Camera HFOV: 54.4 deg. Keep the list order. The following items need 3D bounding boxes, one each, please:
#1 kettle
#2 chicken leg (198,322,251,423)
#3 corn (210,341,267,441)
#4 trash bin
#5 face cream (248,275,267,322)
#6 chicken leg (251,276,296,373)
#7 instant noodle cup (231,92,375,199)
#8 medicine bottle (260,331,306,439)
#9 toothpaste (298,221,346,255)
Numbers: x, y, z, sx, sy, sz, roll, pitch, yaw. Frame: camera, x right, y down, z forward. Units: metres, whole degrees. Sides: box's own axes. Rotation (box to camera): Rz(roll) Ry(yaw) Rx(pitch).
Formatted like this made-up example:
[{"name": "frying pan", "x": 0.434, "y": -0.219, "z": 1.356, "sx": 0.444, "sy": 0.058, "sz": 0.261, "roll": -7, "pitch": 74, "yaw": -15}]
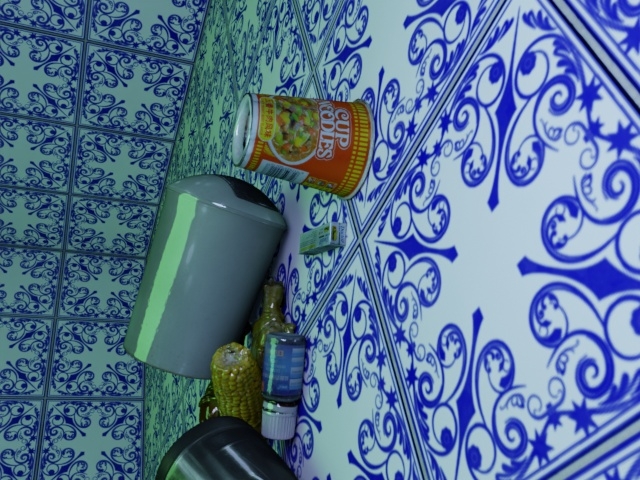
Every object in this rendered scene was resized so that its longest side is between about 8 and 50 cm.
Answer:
[{"name": "kettle", "x": -0.129, "y": 0.532, "z": 1.126, "sx": 0.324, "sy": 0.228, "sz": 0.320, "roll": 25, "pitch": 119, "yaw": 49}, {"name": "chicken leg", "x": -0.225, "y": 0.361, "z": 1.510, "sx": 0.211, "sy": 0.140, "sz": 0.360, "roll": 146, "pitch": 124, "yaw": -73}, {"name": "corn", "x": -0.161, "y": 0.333, "z": 1.300, "sx": 0.115, "sy": 0.115, "sz": 0.317, "roll": -107, "pitch": 11, "yaw": -46}, {"name": "trash bin", "x": -0.256, "y": 0.065, "z": 1.395, "sx": 0.280, "sy": 0.281, "sz": 0.431, "roll": 21, "pitch": 92, "yaw": 68}, {"name": "face cream", "x": -0.187, "y": 0.085, "z": 1.547, "sx": 0.070, "sy": 0.114, "sz": 0.224, "roll": 43, "pitch": -122, "yaw": -78}, {"name": "chicken leg", "x": -0.099, "y": 0.184, "z": 1.337, "sx": 0.103, "sy": 0.088, "sz": 0.227, "roll": 130, "pitch": 148, "yaw": -70}, {"name": "instant noodle cup", "x": -0.040, "y": -0.177, "z": 1.099, "sx": 0.193, "sy": 0.212, "sz": 0.193, "roll": -173, "pitch": 90, "yaw": -69}, {"name": "medicine bottle", "x": -0.076, "y": 0.287, "z": 1.235, "sx": 0.083, "sy": 0.084, "sz": 0.203, "roll": -179, "pitch": 93, "yaw": -68}, {"name": "toothpaste", "x": 0.000, "y": 0.000, "z": 1.189, "sx": 0.164, "sy": 0.034, "sz": 0.046, "roll": 160, "pitch": 115, "yaw": -66}]
